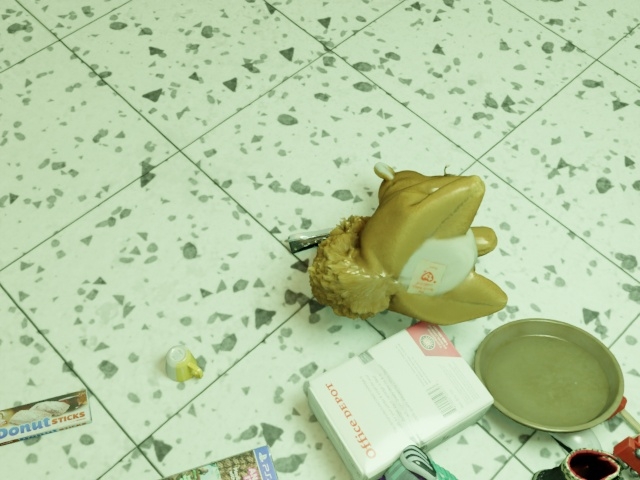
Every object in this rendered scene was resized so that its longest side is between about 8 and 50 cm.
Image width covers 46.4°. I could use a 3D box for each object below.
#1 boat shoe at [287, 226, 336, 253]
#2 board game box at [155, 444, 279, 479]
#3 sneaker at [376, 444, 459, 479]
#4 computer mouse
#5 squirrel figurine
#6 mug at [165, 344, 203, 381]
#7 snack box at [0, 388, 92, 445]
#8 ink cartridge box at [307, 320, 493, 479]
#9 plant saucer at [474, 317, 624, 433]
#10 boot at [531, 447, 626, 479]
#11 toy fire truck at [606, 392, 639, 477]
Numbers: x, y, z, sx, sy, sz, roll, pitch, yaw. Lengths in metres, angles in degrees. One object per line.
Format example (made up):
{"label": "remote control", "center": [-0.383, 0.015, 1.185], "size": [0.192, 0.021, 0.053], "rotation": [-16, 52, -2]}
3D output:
{"label": "boat shoe", "center": [0.000, 0.000, 1.631], "size": [0.142, 0.049, 0.040], "rotation": [-9, 78, -6]}
{"label": "board game box", "center": [-0.189, 0.510, 1.243], "size": [0.291, 0.141, 0.232], "rotation": [-15, 60, -11]}
{"label": "sneaker", "center": [0.192, 0.448, 1.308], "size": [0.098, 0.224, 0.083], "rotation": [-42, 21, 9]}
{"label": "computer mouse", "center": [0.463, 0.347, 1.431], "size": [0.106, 0.042, 0.193], "rotation": [-37, 66, -23]}
{"label": "squirrel figurine", "center": [0.141, -0.013, 1.479], "size": [0.397, 0.281, 0.370], "rotation": [-23, 29, 7]}
{"label": "mug", "center": [-0.267, 0.235, 1.457], "size": [0.078, 0.064, 0.062], "rotation": [1, 57, -3]}
{"label": "snack box", "center": [-0.526, 0.334, 1.408], "size": [0.178, 0.022, 0.064], "rotation": [-13, 61, -11]}
{"label": "ink cartridge box", "center": [0.142, 0.301, 1.401], "size": [0.283, 0.117, 0.207], "rotation": [-26, 63, -18]}
{"label": "plant saucer", "center": [0.435, 0.261, 1.438], "size": [0.278, 0.041, 0.277], "rotation": [-2, 40, 2]}
{"label": "boot", "center": [0.505, 0.435, 1.297], "size": [0.237, 0.178, 0.085], "rotation": [13, 59, 5]}
{"label": "toy fire truck", "center": [0.598, 0.382, 1.399], "size": [0.192, 0.047, 0.135], "rotation": [39, 34, 2]}
